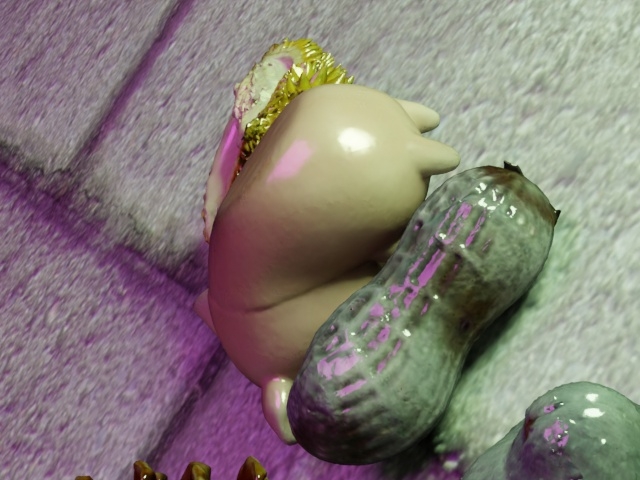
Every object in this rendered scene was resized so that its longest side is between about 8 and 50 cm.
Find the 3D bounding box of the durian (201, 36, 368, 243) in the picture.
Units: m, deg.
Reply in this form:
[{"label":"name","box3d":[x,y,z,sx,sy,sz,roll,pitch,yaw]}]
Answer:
[{"label":"durian","box3d":[-0.021,-0.071,1.587,0.249,0.138,0.183,-120,36,-70]}]

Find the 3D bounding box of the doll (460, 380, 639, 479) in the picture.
[{"label":"doll","box3d":[0.193,0.104,0.971,0.340,0.158,0.246,-38,17,23]}]

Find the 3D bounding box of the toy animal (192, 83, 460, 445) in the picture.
[{"label":"toy animal","box3d":[-0.004,0.004,1.403,0.166,0.154,0.250,-104,28,-61]}]

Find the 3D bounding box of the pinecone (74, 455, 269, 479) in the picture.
[{"label":"pinecone","box3d":[-0.090,0.254,1.193,0.264,0.264,0.264,-39,30,28]}]

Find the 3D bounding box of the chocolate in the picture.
[{"label":"chocolate","box3d":[0.072,0.052,1.316,0.248,0.110,0.110,-55,26,1]}]
